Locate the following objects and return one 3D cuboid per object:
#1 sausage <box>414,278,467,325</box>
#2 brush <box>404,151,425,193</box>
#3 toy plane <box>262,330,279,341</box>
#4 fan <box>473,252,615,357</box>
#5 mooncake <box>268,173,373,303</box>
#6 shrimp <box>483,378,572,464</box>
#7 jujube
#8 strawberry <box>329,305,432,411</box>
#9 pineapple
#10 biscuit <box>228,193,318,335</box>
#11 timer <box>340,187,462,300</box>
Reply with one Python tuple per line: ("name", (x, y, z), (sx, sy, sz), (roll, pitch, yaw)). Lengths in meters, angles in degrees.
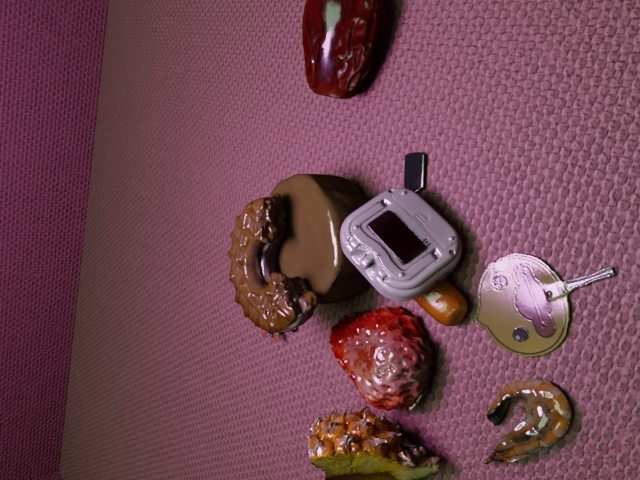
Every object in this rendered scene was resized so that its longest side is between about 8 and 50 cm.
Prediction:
("sausage", (0.255, 0.109, 1.358), (0.238, 0.098, 0.098), (47, 122, 34))
("brush", (0.238, -0.127, 1.425), (0.063, 0.016, 0.194), (6, 94, 47))
("toy plane", (-0.151, 0.226, 1.808), (0.130, 0.061, 0.189), (6, 95, 47))
("fan", (0.464, 0.125, 1.193), (0.335, 0.011, 0.230), (-32, 68, 44))
("mooncake", (0.000, 0.000, 1.560), (0.378, 0.200, 0.379), (2, 93, 51))
("shrimp", (0.420, 0.391, 1.209), (0.254, 0.059, 0.145), (-45, 57, 37))
("jujube", (0.056, -0.546, 1.491), (0.223, 0.223, 0.318), (28, 118, 43))
("strawberry", (0.131, 0.299, 1.450), (0.336, 0.149, 0.265), (17, 104, 46))
("pineapple", (0.155, 0.511, 1.425), (0.286, 0.344, 0.209), (-18, 42, 15))
("biscuit", (-0.143, 0.079, 1.496), (0.268, 0.115, 0.366), (-37, 63, 47))
("timer", (0.190, 0.002, 1.321), (0.262, 0.237, 0.087), (48, 161, 25))
